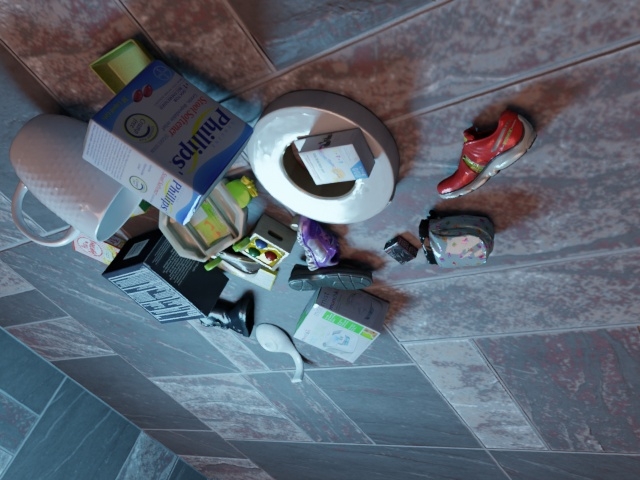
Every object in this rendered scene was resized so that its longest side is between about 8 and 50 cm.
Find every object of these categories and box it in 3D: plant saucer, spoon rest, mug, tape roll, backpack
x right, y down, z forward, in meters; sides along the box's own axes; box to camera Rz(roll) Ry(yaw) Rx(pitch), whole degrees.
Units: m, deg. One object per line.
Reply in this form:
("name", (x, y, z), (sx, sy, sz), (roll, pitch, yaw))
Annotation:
("plant saucer", (-0.458, -0.412, 1.558), (0.188, 0.045, 0.188), (-12, 130, 37))
("spoon rest", (-0.150, 0.424, 2.392), (0.137, 0.084, 0.276), (-18, 114, 39))
("mug", (-0.713, -0.158, 1.742), (0.328, 0.374, 0.276), (34, 179, -2))
("tape roll", (0.008, -0.199, 1.555), (0.392, 0.072, 0.392), (13, 141, 11))
("backpack", (0.355, 0.002, 1.584), (0.182, 0.115, 0.152), (-5, 132, 27))

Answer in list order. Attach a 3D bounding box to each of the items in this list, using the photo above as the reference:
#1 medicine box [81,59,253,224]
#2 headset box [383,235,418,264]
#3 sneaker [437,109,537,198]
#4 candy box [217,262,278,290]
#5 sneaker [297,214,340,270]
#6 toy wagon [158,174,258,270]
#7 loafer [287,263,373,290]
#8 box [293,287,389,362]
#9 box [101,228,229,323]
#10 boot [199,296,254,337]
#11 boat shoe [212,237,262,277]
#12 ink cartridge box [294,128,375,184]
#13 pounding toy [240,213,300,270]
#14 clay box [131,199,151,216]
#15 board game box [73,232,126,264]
("medicine box", (-0.352, -0.232, 1.449), (0.289, 0.263, 0.149), (34, 141, -7))
("headset box", (0.224, 0.025, 1.744), (0.083, 0.032, 0.062), (36, 141, -19))
("sneaker", (0.354, -0.196, 1.385), (0.118, 0.107, 0.279), (48, 136, -2))
("candy box", (-0.249, 0.095, 2.072), (0.206, 0.027, 0.105), (24, 146, -2))
("sneaker", (0.000, 0.000, 1.788), (0.105, 0.095, 0.236), (2, 144, 18))
("toy wagon", (-0.313, -0.080, 1.796), (0.344, 0.068, 0.267), (-31, 99, 23))
("loafer", (0.030, 0.099, 1.894), (0.268, 0.084, 0.096), (-4, 144, 16))
("box", (0.064, 0.261, 2.036), (0.231, 0.126, 0.262), (25, 143, -5))
("box", (-0.530, 0.125, 2.116), (0.296, 0.182, 0.294), (-13, 129, 44))
("boot", (-0.354, 0.267, 2.276), (0.207, 0.094, 0.246), (15, 148, 4))
("boat shoe", (-0.324, 0.003, 1.935), (0.324, 0.116, 0.096), (30, 133, -9))
("ink cartridge box", (0.023, -0.192, 1.447), (0.181, 0.061, 0.104), (-5, 134, 31))
("pounding toy", (-0.119, 0.007, 1.846), (0.181, 0.094, 0.206), (31, 142, -11))
("clay box", (-0.666, -0.129, 1.996), (0.222, 0.053, 0.127), (-9, 132, 36))
("board game box", (-0.806, 0.018, 2.249), (0.194, 0.045, 0.146), (24, 142, -1))
